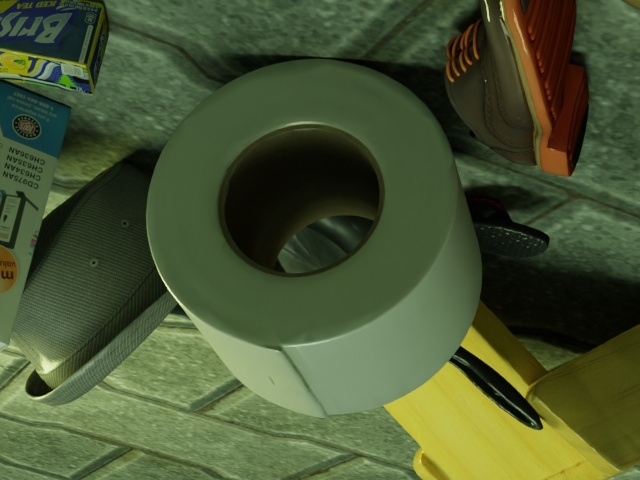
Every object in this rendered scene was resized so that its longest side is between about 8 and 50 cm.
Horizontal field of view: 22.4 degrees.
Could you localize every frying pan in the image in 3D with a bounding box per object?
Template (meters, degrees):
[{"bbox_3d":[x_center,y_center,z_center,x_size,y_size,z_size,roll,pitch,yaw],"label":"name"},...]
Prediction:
[{"bbox_3d":[0.055,0.065,1.510,0.197,0.053,0.326,0,130,55],"label":"frying pan"}]

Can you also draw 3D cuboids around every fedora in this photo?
[{"bbox_3d":[-0.205,0.021,1.502,0.124,0.275,0.243,46,155,-14],"label":"fedora"}]

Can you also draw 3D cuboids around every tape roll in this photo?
[{"bbox_3d":[0.000,0.000,1.292,0.246,0.246,0.169,5,158,15],"label":"tape roll"}]

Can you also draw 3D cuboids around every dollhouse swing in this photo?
[{"bbox_3d":[0.224,0.108,1.696,0.315,0.305,0.347,-26,170,-23],"label":"dollhouse swing"}]

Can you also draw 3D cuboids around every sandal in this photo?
[{"bbox_3d":[0.134,-0.019,1.467,0.179,0.040,0.067,8,158,49],"label":"sandal"}]

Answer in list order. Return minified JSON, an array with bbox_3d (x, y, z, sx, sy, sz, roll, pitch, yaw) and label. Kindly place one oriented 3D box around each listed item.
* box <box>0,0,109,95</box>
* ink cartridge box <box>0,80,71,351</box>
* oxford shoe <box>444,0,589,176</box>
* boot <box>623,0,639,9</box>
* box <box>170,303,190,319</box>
[{"bbox_3d":[-0.254,-0.163,1.261,0.168,0.059,0.054,11,159,1],"label":"box"},{"bbox_3d":[-0.350,-0.019,1.427,0.171,0.233,0.168,21,156,-24],"label":"ink cartridge box"},{"bbox_3d":[0.128,-0.121,1.137,0.098,0.097,0.271,11,159,17],"label":"oxford shoe"},{"bbox_3d":[0.264,-0.179,0.947,0.269,0.089,0.236,18,168,-17],"label":"boot"},{"bbox_3d":[-0.091,0.070,1.695,0.190,0.045,0.184,16,178,-12],"label":"box"}]
